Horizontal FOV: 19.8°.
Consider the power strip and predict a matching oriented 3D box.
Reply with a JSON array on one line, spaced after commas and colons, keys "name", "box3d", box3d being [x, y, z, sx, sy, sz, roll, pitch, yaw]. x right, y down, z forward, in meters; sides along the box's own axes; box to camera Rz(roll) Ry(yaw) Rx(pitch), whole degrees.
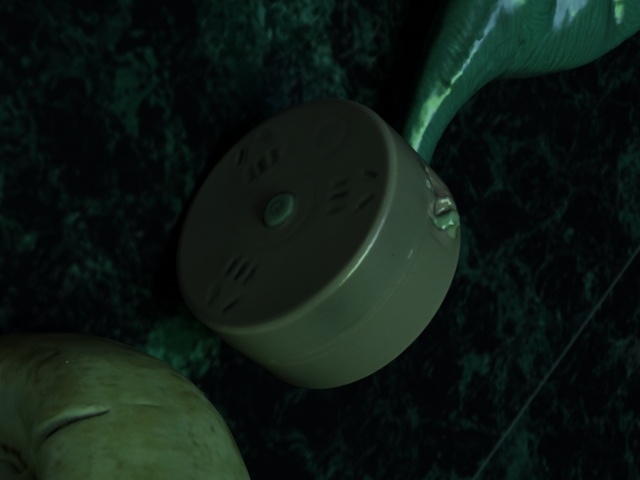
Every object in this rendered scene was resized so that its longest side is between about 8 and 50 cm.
[{"name": "power strip", "box3d": [0.000, 0.000, 1.018, 0.078, 0.154, 0.154, 41, 66, -40]}]

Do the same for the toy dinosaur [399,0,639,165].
[{"name": "toy dinosaur", "box3d": [0.150, -0.121, 1.215, 0.383, 0.129, 0.331, -9, 112, -45]}]

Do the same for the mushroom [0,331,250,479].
[{"name": "mushroom", "box3d": [-0.130, 0.162, 0.886, 0.195, 0.189, 0.253, 31, 65, -44]}]
